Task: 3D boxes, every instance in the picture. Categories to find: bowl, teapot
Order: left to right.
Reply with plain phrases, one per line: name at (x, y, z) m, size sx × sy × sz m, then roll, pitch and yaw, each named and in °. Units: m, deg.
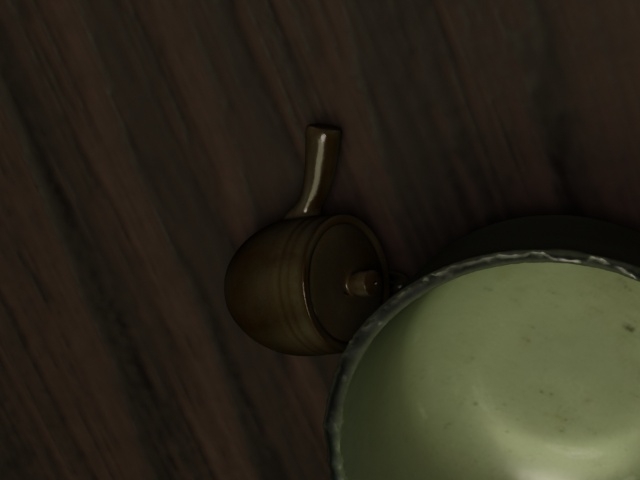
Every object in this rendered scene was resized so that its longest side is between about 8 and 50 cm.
teapot at (0.000, 0.000, 0.874) m, size 0.080 × 0.085 × 0.110 m, roll -5°, pitch 87°, yaw 39°
bowl at (0.112, 0.076, 0.846) m, size 0.211 × 0.112 × 0.211 m, roll 5°, pitch 116°, yaw 9°
